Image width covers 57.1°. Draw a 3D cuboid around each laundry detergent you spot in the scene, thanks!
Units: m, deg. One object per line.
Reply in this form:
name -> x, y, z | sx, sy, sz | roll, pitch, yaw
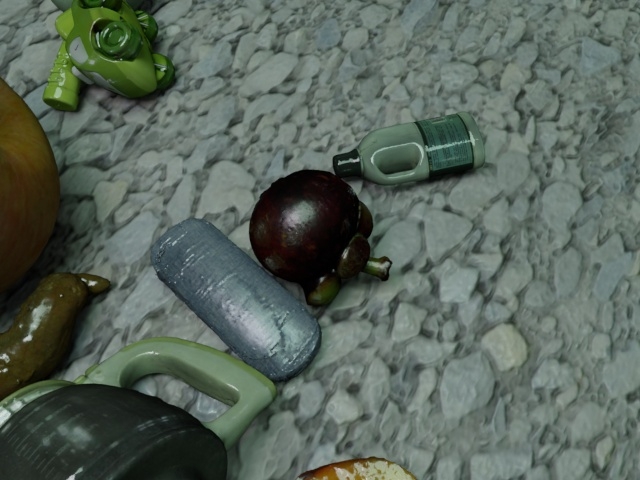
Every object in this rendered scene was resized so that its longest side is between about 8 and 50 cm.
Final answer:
laundry detergent -> 0.130, -0.134, 0.903 | 0.226, 0.070, 0.099 | -12, 70, -5

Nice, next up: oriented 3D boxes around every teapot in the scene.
teapot -> -0.235, 0.226, 0.645 | 0.239, 0.239, 0.321 | 26, 71, 28

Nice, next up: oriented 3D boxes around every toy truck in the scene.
toy truck -> -0.368, -0.322, 0.982 | 0.211, 0.148, 0.186 | -11, 77, 16

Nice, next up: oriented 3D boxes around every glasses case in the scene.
glasses case -> -0.119, 0.076, 0.806 | 0.282, 0.067, 0.109 | 40, 76, 17

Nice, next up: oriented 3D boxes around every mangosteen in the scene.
mangosteen -> -0.010, -0.004, 0.795 | 0.173, 0.172, 0.183 | -21, 84, -9

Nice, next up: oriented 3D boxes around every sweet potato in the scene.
sweet potato -> -0.410, 0.142, 0.765 | 0.310, 0.098, 0.124 | -30, 79, -21

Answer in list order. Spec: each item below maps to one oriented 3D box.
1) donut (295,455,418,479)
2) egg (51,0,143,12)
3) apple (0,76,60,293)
donut -> 0.039, 0.338, 0.664 | 0.190, 0.074, 0.174 | -27, 64, -16
egg -> -0.393, -0.470, 1.048 | 0.192, 0.149, 0.149 | -25, 65, -10
apple -> -0.533, -0.079, 0.720 | 0.347, 0.391, 0.391 | -35, 65, 7
